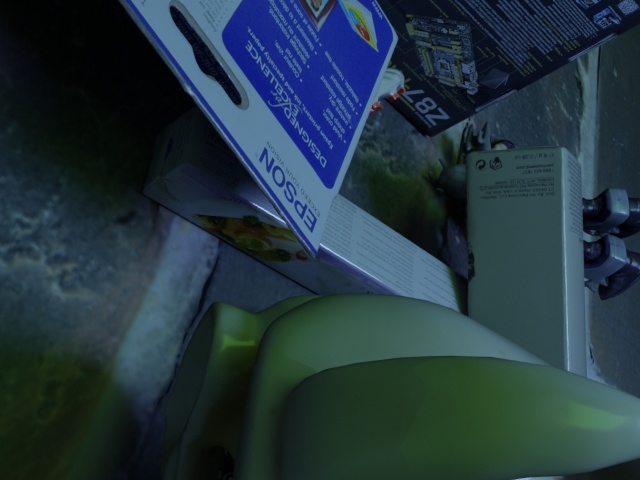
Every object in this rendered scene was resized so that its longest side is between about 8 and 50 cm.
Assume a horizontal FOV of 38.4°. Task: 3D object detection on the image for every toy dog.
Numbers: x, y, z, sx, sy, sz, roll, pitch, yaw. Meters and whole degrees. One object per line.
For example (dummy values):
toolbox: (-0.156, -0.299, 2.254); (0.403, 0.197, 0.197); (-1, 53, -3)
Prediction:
toy dog: (0.127, 0.161, 0.499); (0.408, 0.395, 0.284); (14, 45, -15)

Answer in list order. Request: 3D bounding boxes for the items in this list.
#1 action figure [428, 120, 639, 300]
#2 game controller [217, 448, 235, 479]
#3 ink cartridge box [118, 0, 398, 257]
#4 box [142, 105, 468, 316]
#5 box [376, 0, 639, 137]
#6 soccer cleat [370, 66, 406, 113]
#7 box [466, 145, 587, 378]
action figure: (0.240, -0.026, 1.031); (0.285, 0.099, 0.185); (19, 62, -22)
game controller: (-0.015, 0.203, 0.659); (0.166, 0.067, 0.319); (38, 46, -27)
ink cartridge box: (-0.067, -0.186, 0.686); (0.303, 0.072, 0.307); (54, 38, -28)
box: (0.000, 0.000, 0.786); (0.324, 0.063, 0.067); (31, 51, -32)
box: (0.098, -0.303, 0.858); (0.395, 0.318, 0.097); (38, 45, -25)
soccer cleat: (0.015, -0.146, 0.882); (0.196, 0.068, 0.076); (-32, 90, -47)
box: (0.194, 0.056, 0.860); (0.113, 0.094, 0.275); (14, 76, -65)
